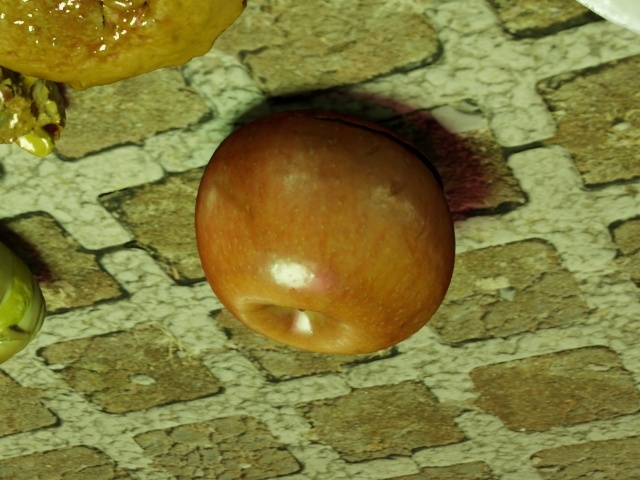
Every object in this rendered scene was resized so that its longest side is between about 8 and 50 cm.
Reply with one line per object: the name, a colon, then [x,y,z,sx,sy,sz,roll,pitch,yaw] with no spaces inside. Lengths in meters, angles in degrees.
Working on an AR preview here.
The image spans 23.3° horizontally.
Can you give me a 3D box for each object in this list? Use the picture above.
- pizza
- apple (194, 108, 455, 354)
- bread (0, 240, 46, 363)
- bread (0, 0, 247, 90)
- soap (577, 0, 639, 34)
pizza: [-0.392,-0.167,1.449,0.268,0.087,0.258,-2,142,10]
apple: [0.000,0.000,1.559,0.252,0.206,0.272,-12,144,25]
bread: [-0.487,0.089,1.753,0.333,0.160,0.333,2,144,1]
bread: [-0.178,-0.239,1.277,0.268,0.145,0.268,-1,149,0]
soap: [0.330,-0.237,1.189,0.347,0.208,0.115,14,143,-18]
